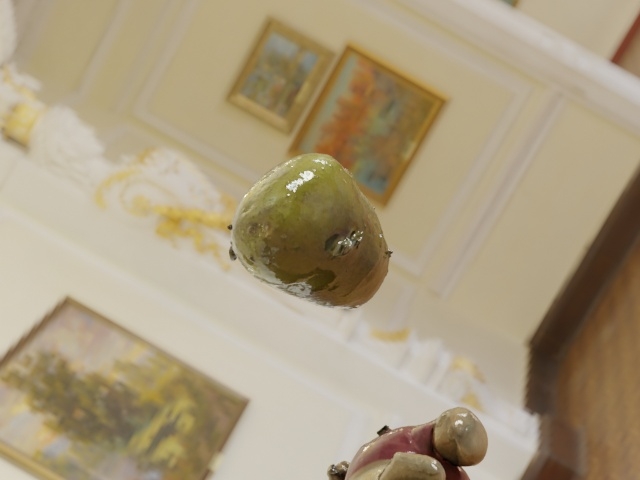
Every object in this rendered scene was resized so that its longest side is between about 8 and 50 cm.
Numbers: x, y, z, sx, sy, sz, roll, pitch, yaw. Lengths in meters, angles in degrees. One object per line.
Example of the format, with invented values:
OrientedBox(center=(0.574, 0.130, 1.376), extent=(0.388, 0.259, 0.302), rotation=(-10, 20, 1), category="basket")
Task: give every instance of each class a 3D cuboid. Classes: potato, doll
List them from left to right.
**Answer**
OrientedBox(center=(0.000, 0.000, 1.056), extent=(0.105, 0.085, 0.188), rotation=(-57, -30, -6), category="potato")
OrientedBox(center=(0.058, 0.257, 1.077), extent=(0.152, 0.196, 0.256), rotation=(-40, 6, 40), category="doll")
